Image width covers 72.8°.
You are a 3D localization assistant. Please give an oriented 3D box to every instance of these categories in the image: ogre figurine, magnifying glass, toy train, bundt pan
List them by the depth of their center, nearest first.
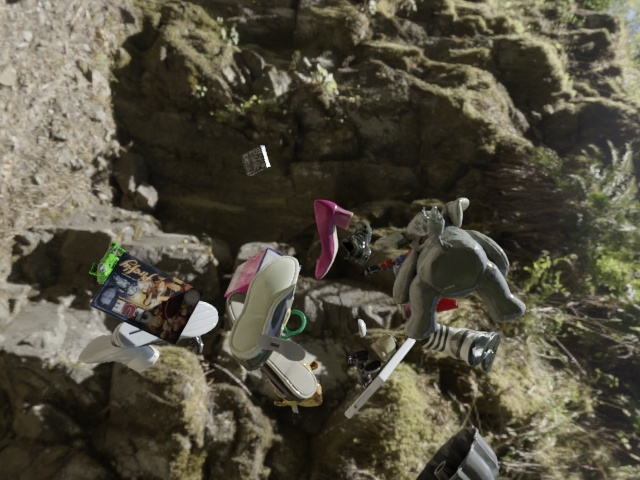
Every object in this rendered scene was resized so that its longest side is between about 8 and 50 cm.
[{"bbox_3d":[0.405,0.726,1.300,0.331,0.124,0.330,-44,165,-15],"label":"bundt pan"},{"bbox_3d":[0.217,0.078,1.413,0.036,0.159,0.027,94,-27,-56],"label":"toy train"},{"bbox_3d":[-0.810,0.096,1.655,0.197,0.097,0.118,-25,-146,43],"label":"ogre figurine"},{"bbox_3d":[-0.147,0.368,1.685,0.231,0.092,0.026,-49,156,-13],"label":"magnifying glass"}]

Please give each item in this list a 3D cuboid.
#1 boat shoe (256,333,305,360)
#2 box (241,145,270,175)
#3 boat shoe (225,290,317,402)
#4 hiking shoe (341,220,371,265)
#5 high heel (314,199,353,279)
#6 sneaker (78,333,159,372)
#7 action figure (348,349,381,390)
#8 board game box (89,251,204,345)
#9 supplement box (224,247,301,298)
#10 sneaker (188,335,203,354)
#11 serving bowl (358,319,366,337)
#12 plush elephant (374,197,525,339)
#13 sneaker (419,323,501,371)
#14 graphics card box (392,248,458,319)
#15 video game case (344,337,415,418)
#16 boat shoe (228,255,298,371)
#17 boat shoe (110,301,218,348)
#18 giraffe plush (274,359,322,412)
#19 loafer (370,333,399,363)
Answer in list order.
[{"bbox_3d":[-0.075,0.206,0.846,0.035,0.100,0.035,13,92,-84],"label":"boat shoe"},{"bbox_3d":[-0.194,-0.237,1.293,0.018,0.083,0.067,-14,86,-57],"label":"box"},{"bbox_3d":[-0.148,0.287,1.129,0.095,0.335,0.112,-39,180,41],"label":"boat shoe"},{"bbox_3d":[0.148,-0.006,1.819,0.086,0.114,0.226,124,-23,-44],"label":"hiking shoe"},{"bbox_3d":[0.000,0.000,1.281,0.082,0.117,0.244,-66,178,-61],"label":"high heel"},{"bbox_3d":[-0.677,0.396,1.467,0.169,0.293,0.108,50,38,-31],"label":"sneaker"},{"bbox_3d":[0.186,0.574,1.917,0.185,0.099,0.285,55,-20,30],"label":"action figure"},{"bbox_3d":[-0.471,0.161,1.192,0.042,0.243,0.165,-18,-136,63],"label":"board game box"},{"bbox_3d":[-0.170,0.118,1.237,0.220,0.111,0.113,-28,-144,54],"label":"supplement box"},{"bbox_3d":[-0.541,0.389,1.796,0.051,0.089,0.170,-33,-125,31],"label":"sneaker"},{"bbox_3d":[0.193,0.403,1.994,0.083,0.027,0.083,-10,90,-81],"label":"serving bowl"},{"bbox_3d":[0.284,0.035,1.043,0.255,0.272,0.329,-81,149,-68],"label":"plush elephant"},{"bbox_3d":[0.571,0.409,1.788,0.448,0.258,0.169,29,81,-52],"label":"sneaker"},{"bbox_3d":[0.360,0.153,1.556,0.371,0.094,0.232,105,-26,-76],"label":"graphics card box"},{"bbox_3d":[0.158,0.358,1.138,0.201,0.023,0.183,-30,155,-52],"label":"video game case"},{"bbox_3d":[-0.126,0.166,1.046,0.091,0.109,0.304,80,24,-43],"label":"boat shoe"},{"bbox_3d":[-0.496,0.263,1.383,0.119,0.335,0.121,-17,-100,46],"label":"boat shoe"},{"bbox_3d":[-0.077,0.516,1.609,0.210,0.182,0.170,109,-9,-46],"label":"giraffe plush"},{"bbox_3d":[0.268,0.429,1.736,0.102,0.092,0.268,52,1,16],"label":"loafer"}]
